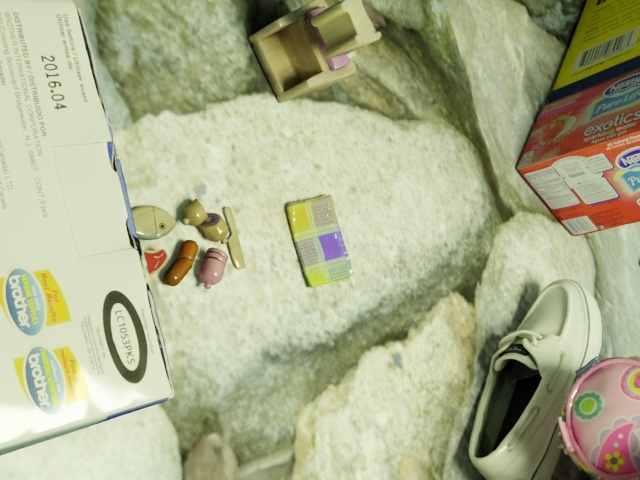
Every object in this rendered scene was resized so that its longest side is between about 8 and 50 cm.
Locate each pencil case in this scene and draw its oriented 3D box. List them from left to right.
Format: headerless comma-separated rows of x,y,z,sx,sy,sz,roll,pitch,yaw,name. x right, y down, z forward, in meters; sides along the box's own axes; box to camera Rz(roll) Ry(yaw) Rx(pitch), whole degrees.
0.314,0.212,0.957,0.284,0.124,0.124,48,45,-57,pencil case

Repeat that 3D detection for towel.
0.000,0.000,0.880,0.060,0.009,0.083,-10,84,-44,towel

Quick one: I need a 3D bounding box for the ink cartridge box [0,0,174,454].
-0.258,0.006,0.552,0.395,0.151,0.270,-12,86,-42,ink cartridge box

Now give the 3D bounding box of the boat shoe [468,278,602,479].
0.221,0.135,0.979,0.084,0.095,0.258,44,52,-29,boat shoe

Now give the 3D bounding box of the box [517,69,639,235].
0.373,-0.111,1.076,0.128,0.257,0.122,44,54,-23,box

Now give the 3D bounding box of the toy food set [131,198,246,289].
-0.110,0.004,0.773,0.122,0.019,0.078,-11,85,-43,toy food set

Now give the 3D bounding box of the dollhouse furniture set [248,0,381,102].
0.059,-0.322,0.828,0.198,0.303,0.286,-32,99,-42,dollhouse furniture set

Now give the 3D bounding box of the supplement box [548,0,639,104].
0.471,-0.257,1.250,0.194,0.195,0.356,44,52,-23,supplement box
